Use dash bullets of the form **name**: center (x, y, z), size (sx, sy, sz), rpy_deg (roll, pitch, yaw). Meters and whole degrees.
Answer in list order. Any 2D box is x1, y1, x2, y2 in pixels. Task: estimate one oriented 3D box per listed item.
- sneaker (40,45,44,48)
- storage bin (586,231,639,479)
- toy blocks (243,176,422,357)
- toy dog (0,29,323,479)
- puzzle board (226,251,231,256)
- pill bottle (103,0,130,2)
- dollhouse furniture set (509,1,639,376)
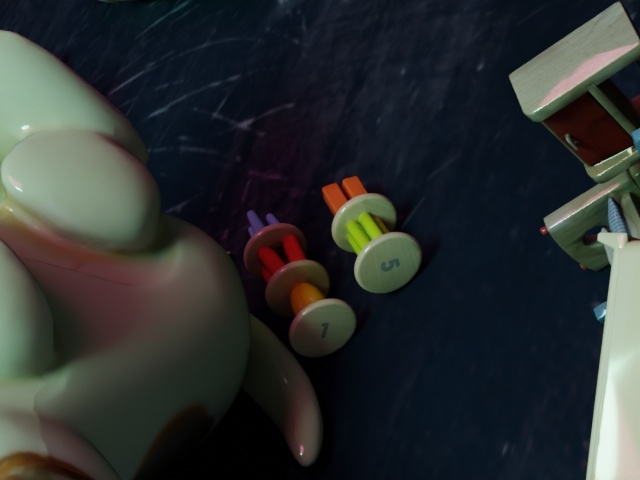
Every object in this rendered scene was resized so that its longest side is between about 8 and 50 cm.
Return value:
- **sneaker**: center (-0.401, -0.157, 1.510), size (0.319, 0.112, 0.131), rpy_deg (11, 54, 43)
- **storage bin**: center (0.286, 0.076, 0.582), size (0.262, 0.260, 0.123), rpy_deg (1, 81, 44)
- **toy blocks**: center (0.000, 0.000, 1.048), size (0.123, 0.054, 0.148), rpy_deg (-45, 41, 11)
- **toy dog**: center (-0.198, 0.134, 0.858), size (0.284, 0.395, 0.408), rpy_deg (-44, 21, 28)
- **puzzle board**: center (-0.151, 0.030, 1.140), size (0.128, 0.011, 0.096), rpy_deg (1, 29, 28)
- **pill bottle**: center (-0.174, -0.314, 1.349), size (0.265, 0.153, 0.153), rpy_deg (0, 63, 44)
- **dollhouse furniture set**: center (0.179, -0.010, 0.788), size (0.129, 0.184, 0.129), rpy_deg (-34, 45, 22)
